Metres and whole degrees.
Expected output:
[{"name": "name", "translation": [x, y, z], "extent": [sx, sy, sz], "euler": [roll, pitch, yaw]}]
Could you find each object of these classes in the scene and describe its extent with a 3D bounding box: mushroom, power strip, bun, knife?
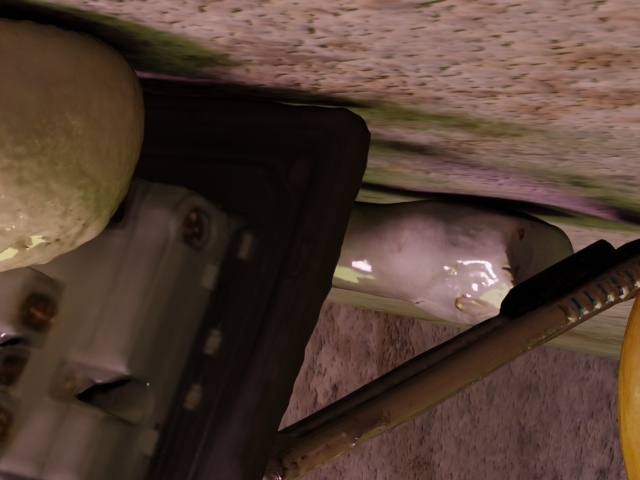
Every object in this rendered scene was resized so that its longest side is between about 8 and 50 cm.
[{"name": "mushroom", "translation": [0.044, 0.006, 1.211], "extent": [0.223, 0.081, 0.092], "euler": [11, -165, 27]}, {"name": "power strip", "translation": [-0.124, 0.038, 0.897], "extent": [0.251, 0.257, 0.092], "euler": [2, 158, 45]}, {"name": "bun", "translation": [-0.166, -0.041, 0.820], "extent": [0.188, 0.111, 0.164], "euler": [7, 179, 10]}, {"name": "knife", "translation": [0.081, 0.057, 1.044], "extent": [0.365, 0.043, 0.089], "euler": [-24, 173, -38]}]

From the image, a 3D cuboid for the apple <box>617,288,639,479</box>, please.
[{"name": "apple", "translation": [0.255, 0.074, 0.917], "extent": [0.237, 0.207, 0.237], "euler": [-7, -176, 0]}]
